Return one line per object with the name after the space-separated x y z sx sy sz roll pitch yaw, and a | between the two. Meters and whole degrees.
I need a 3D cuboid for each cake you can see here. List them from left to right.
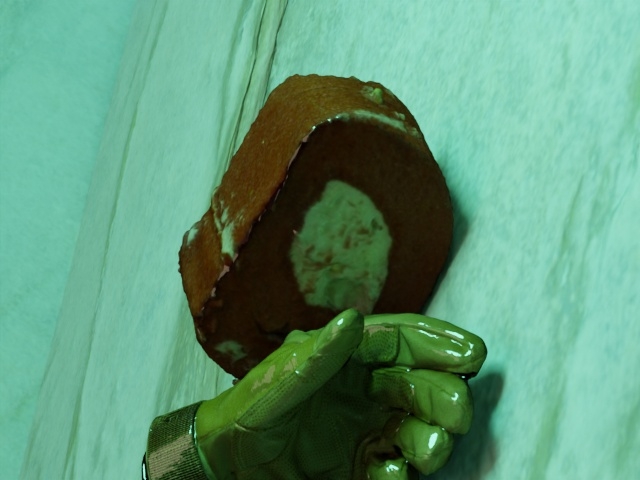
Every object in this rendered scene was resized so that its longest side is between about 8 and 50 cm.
0.000 0.000 1.263 0.283 0.177 0.151 -59 23 16 | cake

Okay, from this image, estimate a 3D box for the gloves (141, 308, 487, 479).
0.003 0.145 1.169 0.331 0.141 0.154 -26 83 30 | gloves
